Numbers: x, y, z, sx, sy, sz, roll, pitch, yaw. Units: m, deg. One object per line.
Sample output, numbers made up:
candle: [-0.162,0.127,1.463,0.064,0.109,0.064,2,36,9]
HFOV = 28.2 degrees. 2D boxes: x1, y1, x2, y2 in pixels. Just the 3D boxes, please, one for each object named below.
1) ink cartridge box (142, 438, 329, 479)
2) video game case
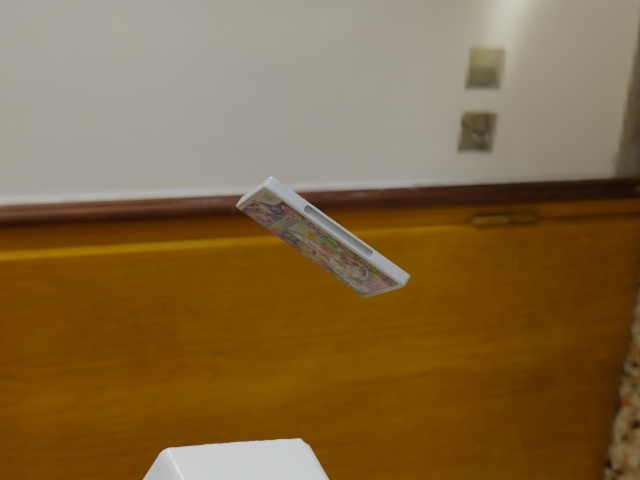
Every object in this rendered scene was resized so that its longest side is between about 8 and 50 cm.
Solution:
ink cartridge box: [-0.027,0.218,0.573,0.154,0.093,0.212,-55,49,28]
video game case: [0.000,0.000,0.921,0.011,0.122,0.087,-57,10,-16]
